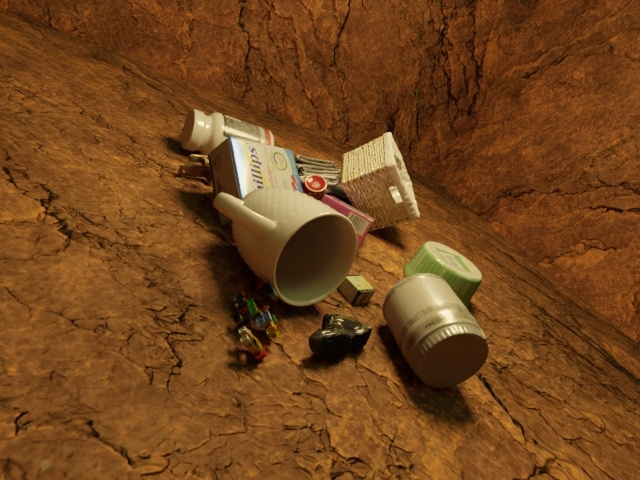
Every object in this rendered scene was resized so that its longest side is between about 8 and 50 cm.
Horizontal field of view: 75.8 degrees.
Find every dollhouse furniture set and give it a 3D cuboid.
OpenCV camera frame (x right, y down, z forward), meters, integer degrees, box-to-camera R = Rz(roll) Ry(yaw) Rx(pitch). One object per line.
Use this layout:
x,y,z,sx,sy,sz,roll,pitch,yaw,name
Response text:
-0.424,-0.238,1.503,0.123,0.144,0.151,-3,51,-42,dollhouse furniture set

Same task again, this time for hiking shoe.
0.032,0.242,1.064,0.114,0.086,0.226,28,13,37,hiking shoe

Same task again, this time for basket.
0.277,-0.265,1.934,0.328,0.266,0.331,58,21,-31,basket

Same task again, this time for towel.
-0.078,-0.294,1.864,0.234,0.122,0.283,-6,-2,43,towel

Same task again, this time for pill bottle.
-0.408,-0.440,1.820,0.362,0.210,0.210,12,28,-34,pill bottle

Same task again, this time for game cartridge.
0.088,-0.251,2.169,0.294,0.060,0.196,17,29,-24,game cartridge

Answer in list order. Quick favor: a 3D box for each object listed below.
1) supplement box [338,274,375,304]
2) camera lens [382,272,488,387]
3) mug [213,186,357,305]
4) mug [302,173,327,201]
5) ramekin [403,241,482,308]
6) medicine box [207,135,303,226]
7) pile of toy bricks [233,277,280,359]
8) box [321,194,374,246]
0.117,0.158,1.337,0.083,0.056,0.083,2,34,-46,supplement box
0.314,0.243,1.169,0.219,0.220,0.274,17,25,-22,camera lens
-0.131,-0.029,1.145,0.328,0.276,0.374,35,4,43,mug
-0.040,-0.177,1.708,0.113,0.169,0.150,37,60,12,mug
0.511,0.135,1.697,0.303,0.148,0.303,23,23,-11,ramekin
-0.216,-0.189,1.434,0.289,0.149,0.264,1,70,-47,medicine box
-0.133,0.188,0.974,0.105,0.118,0.212,54,-1,-28,pile of toy bricks
0.100,-0.084,1.679,0.213,0.117,0.243,29,8,6,box
